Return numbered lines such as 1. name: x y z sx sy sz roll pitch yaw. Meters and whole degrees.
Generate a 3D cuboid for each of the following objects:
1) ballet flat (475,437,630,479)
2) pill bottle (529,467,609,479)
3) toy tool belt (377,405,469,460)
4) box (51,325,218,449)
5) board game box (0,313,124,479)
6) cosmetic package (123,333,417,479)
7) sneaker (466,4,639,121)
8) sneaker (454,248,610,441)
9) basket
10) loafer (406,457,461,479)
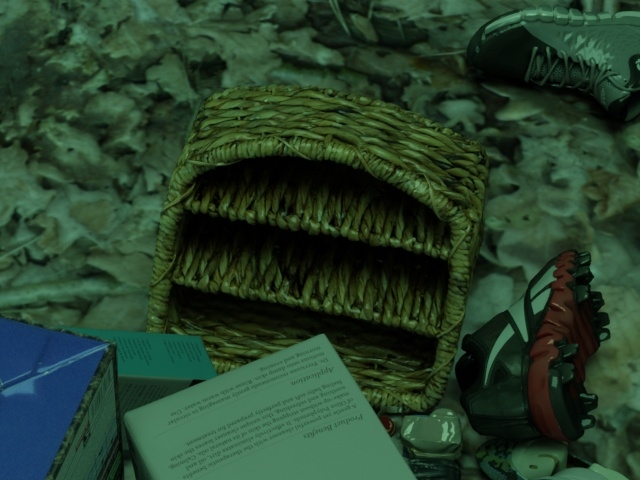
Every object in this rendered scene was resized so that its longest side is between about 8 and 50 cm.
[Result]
1. ballet flat: 0.230 0.215 1.758 0.188 0.070 0.070 24 51 17
2. pill bottle: 0.190 0.265 1.650 0.112 0.112 0.187 28 28 20
3. toy tool belt: 0.094 0.184 1.795 0.083 0.051 0.052 2 63 14
4. box: -0.220 0.130 1.715 0.244 0.100 0.060 6 41 -36
5. board game box: -0.261 0.238 1.550 0.141 0.291 0.232 13 48 9
6. cosmetic package: 0.000 0.273 1.550 0.197 0.155 0.365 -20 50 -14
7. sneaker: 0.281 -0.185 2.109 0.229 0.086 0.132 -6 51 -10
8. sneaker: 0.197 0.097 1.831 0.135 0.097 0.276 -13 26 22
9. basket: 0.000 0.000 1.834 0.299 0.213 0.223 12 48 8
10. loafer: 0.046 0.234 1.732 0.170 0.062 0.061 -4 53 -6
